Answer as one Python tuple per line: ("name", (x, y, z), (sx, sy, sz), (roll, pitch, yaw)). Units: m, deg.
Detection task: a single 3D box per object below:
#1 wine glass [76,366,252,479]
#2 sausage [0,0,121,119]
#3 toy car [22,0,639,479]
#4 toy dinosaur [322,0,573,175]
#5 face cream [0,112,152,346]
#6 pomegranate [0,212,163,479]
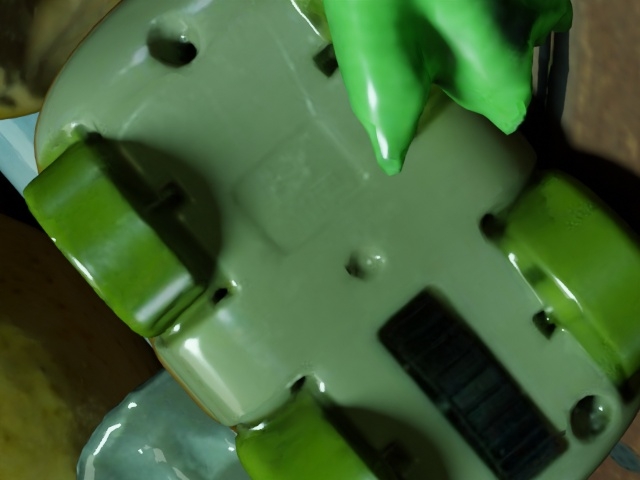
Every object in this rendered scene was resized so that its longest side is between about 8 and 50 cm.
("wine glass", (0.011, 0.222, 0.701), (0.267, 0.267, 0.406), (56, -174, -28))
("sausage", (-0.217, -0.162, 0.795), (0.354, 0.116, 0.134), (33, 168, 39))
("toy car", (0.000, 0.000, 0.679), (0.235, 0.145, 0.235), (49, 176, 5))
("toy dinosaur", (0.064, -0.154, 0.234), (0.500, 0.144, 0.374), (49, 155, -24))
("face cream", (-0.073, -0.002, 0.864), (0.250, 0.077, 0.077), (52, 159, -18))
("pomegranate", (-0.236, 0.171, 1.123), (0.410, 0.410, 0.410), (38, 159, 18))
